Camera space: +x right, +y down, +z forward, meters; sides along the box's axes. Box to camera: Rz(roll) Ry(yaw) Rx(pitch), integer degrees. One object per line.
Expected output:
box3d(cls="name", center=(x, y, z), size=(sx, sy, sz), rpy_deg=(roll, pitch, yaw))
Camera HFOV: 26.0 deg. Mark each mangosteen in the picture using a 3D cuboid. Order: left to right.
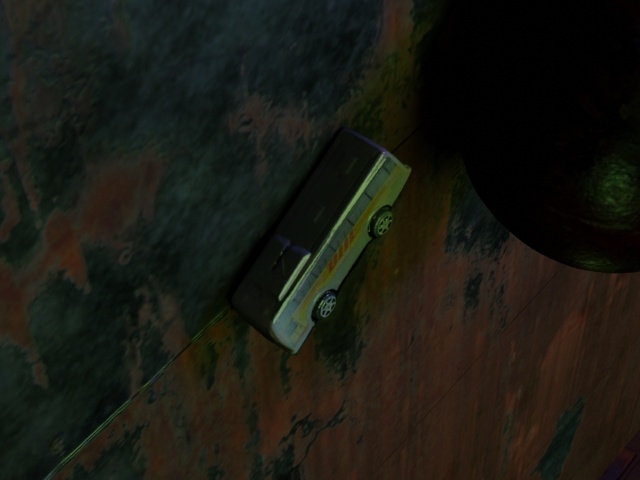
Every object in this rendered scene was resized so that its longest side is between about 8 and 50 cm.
box3d(cls="mangosteen", center=(0.263, -0.105, 1.133), size=(0.300, 0.300, 0.300), rpy_deg=(-42, 151, -29))

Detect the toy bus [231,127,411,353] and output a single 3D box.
box3d(cls="toy bus", center=(0.000, 0.000, 1.056), size=(0.172, 0.057, 0.072), rpy_deg=(-56, 149, -3))
